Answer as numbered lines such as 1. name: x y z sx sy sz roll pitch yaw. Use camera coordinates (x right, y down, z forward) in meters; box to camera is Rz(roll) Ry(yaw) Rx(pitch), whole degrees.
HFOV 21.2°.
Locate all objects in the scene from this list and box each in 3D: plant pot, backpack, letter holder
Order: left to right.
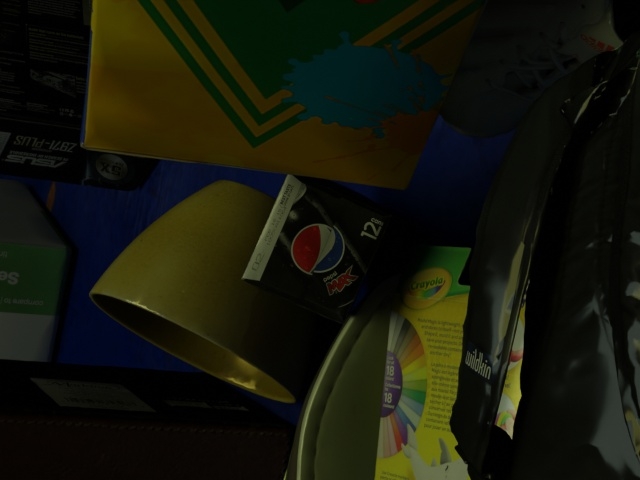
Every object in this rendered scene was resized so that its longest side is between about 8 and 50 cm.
1. letter holder: -0.195 0.189 1.028 0.152 0.302 0.214 -161 78 -65
2. plant pot: -0.053 0.022 0.994 0.095 0.134 0.134 -63 22 -12
3. backpack: 0.128 0.020 0.595 0.152 0.115 0.182 -10 74 53

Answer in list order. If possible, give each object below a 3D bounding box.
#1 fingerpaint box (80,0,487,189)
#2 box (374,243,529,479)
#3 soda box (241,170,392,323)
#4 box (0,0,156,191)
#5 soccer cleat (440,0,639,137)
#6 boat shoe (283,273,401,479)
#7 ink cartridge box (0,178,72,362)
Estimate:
1. fingerpaint box: 0.004 -0.305 0.711 0.371 0.163 0.444 109 166 -62
2. box: 0.070 0.092 0.772 0.105 0.043 0.179 5 90 55
3. soda box: 0.000 0.000 0.859 0.169 0.053 0.060 -72 5 -88
4. box: -0.216 -0.127 1.298 0.077 0.180 0.147 131 139 -51
5. soccer cleat: 0.108 -0.097 0.729 0.196 0.068 0.076 -52 43 45
6. boat shoe: 0.016 0.126 0.849 0.069 0.081 0.227 -177 101 -76
7. ink cartridge box: -0.325 0.099 1.554 0.201 0.117 0.278 -138 58 -61
